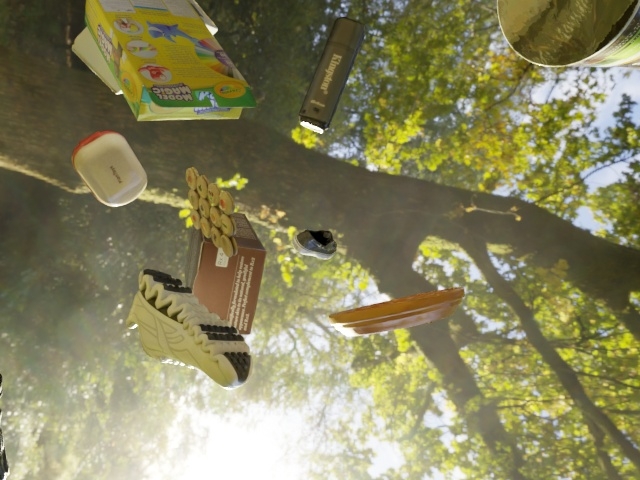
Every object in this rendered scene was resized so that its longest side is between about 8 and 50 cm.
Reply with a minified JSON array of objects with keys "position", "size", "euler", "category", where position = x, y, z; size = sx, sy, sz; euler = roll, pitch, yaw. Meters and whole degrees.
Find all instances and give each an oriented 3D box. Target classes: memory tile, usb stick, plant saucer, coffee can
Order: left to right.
[{"position":[-0.177,-0.046,0.861],"size":[0.148,0.012,0.113],"euler":[33,-47,42],"category":"memory tile"},{"position":[0.027,-0.379,1.215],"size":[0.045,0.077,0.278],"euler":[145,-34,-77],"category":"usb stick"},{"position":[0.111,0.105,0.776],"size":[0.200,0.200,0.037],"euler":[156,-77,-65],"category":"plant saucer"},{"position":[0.425,-0.358,0.789],"size":[0.202,0.275,0.201],"euler":[20,-64,48],"category":"coffee can"}]

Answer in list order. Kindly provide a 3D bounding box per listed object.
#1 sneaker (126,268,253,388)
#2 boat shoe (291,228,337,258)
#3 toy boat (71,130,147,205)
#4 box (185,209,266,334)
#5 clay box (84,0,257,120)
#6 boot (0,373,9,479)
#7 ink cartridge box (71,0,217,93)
[{"position":[-0.223,0.163,0.890],"size":[0.292,0.110,0.118],"euler":[33,-86,36],"category":"sneaker"},{"position":[0.000,0.000,1.608],"size":[0.076,0.228,0.080],"euler":[-40,-115,21],"category":"boat shoe"},{"position":[-0.588,-0.208,1.479],"size":[0.151,0.151,0.231],"euler":[43,-20,37],"category":"toy boat"},{"position":[-0.231,0.051,1.236],"size":[0.381,0.143,0.191],"euler":[-131,-128,-71],"category":"box"},{"position":[-0.177,-0.210,0.627],"size":[0.222,0.127,0.053],"euler":[57,-42,27],"category":"clay box"},{"position":[-0.824,0.386,1.095],"size":[0.131,0.348,0.260],"euler":[-90,-169,-69],"category":"boot"},{"position":[-0.372,-0.451,1.189],"size":[0.223,0.129,0.307],"euler":[-40,-167,12],"category":"ink cartridge box"}]
